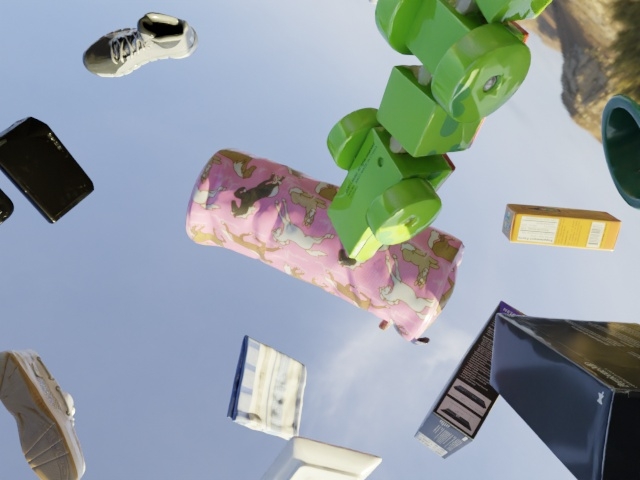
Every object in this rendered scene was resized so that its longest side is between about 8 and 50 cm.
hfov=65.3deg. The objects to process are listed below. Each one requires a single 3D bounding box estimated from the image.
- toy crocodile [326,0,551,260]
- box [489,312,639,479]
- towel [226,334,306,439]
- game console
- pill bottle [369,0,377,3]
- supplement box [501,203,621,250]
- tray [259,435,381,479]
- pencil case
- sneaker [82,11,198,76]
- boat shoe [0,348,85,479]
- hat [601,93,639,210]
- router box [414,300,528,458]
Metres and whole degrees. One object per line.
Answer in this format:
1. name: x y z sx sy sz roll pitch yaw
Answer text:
1. toy crocodile: 0.090 -0.102 0.419 0.105 0.340 0.115 -10 -125 -29
2. box: 0.309 0.155 0.512 0.185 0.103 0.261 6 -175 0
3. towel: -0.123 0.378 1.264 0.285 0.034 0.209 44 -134 -49
4. game console: -0.672 -0.079 1.047 0.361 0.044 0.213 -51 -44 -28
5. pill bottle: 0.080 -0.512 0.761 0.146 0.146 0.264 -86 -22 -46
6. supplement box: 0.544 -0.032 1.141 0.234 0.080 0.078 7 -160 4
7. tray: -0.027 0.401 0.782 0.145 0.270 0.030 19 -145 -14
8. pencil case: 0.000 0.000 0.710 0.386 0.167 0.160 25 -170 11
9. sneaker: -0.353 -0.383 0.947 0.132 0.229 0.086 -147 39 -82
10. boat shoe: -0.500 0.319 0.924 0.277 0.098 0.096 60 -168 7
11. hat: 0.549 -0.166 0.747 0.173 0.184 0.208 -21 -83 -80
12. router box: 0.291 0.283 0.970 0.081 0.308 0.243 32 -111 19
